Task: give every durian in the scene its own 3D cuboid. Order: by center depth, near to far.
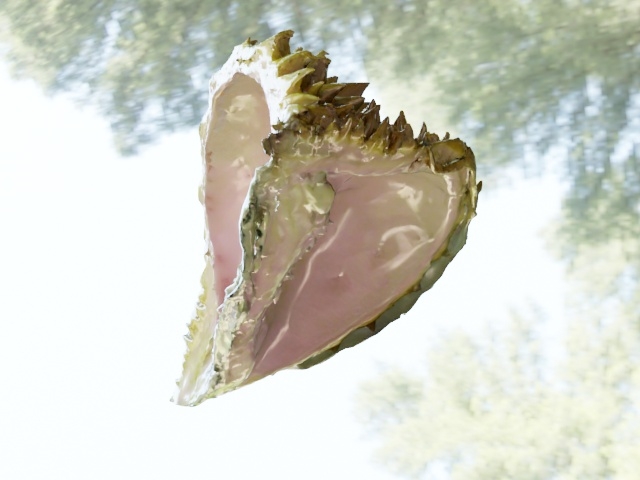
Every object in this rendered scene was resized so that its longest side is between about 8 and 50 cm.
[{"bbox_3d":[0.011,-0.008,1.045,0.196,0.305,0.185,-3,-134,-17],"label":"durian"}]
